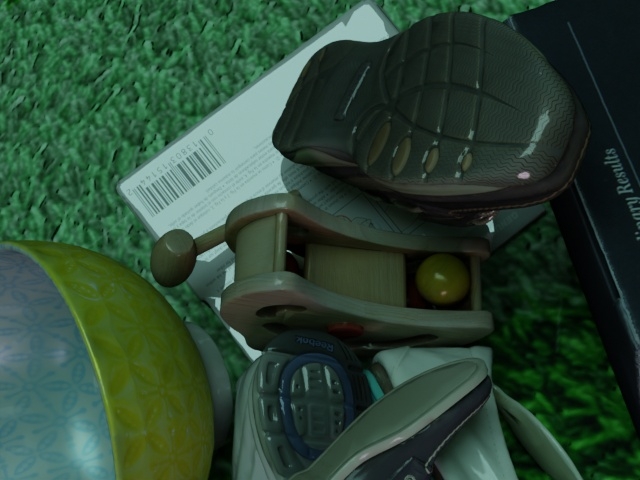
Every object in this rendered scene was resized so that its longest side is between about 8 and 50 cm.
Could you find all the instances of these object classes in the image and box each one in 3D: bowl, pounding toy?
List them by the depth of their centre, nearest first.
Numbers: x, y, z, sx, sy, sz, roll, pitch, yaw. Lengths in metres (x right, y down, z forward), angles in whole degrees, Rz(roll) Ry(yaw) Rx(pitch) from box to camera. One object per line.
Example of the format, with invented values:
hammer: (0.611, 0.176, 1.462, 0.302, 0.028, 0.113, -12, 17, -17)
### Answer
pounding toy: (0.000, 0.000, 0.823, 0.269, 0.154, 0.155, 4, 66, -6)
bowl: (-0.166, 0.135, 0.836, 0.156, 0.289, 0.289, -8, 43, -39)

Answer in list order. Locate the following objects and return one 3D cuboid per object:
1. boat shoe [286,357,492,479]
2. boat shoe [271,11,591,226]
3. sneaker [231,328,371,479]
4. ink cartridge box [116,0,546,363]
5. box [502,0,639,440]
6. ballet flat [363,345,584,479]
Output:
boat shoe: (0.041, 0.160, 0.700, 0.206, 0.065, 0.075, -38, 11, -6)
boat shoe: (0.090, -0.081, 0.763, 0.132, 0.130, 0.355, -62, 26, 0)
sneaker: (-0.014, 0.221, 0.784, 0.111, 0.129, 0.297, 5, 74, -22)
ink cartridge box: (0.008, -0.034, 0.952, 0.296, 0.066, 0.261, -37, 80, -4)
box: (0.372, -0.060, 0.746, 0.395, 0.212, 0.293, -17, 56, 8)
ballet flat: (0.148, 0.230, 0.714, 0.139, 0.139, 0.400, -26, 54, 4)
